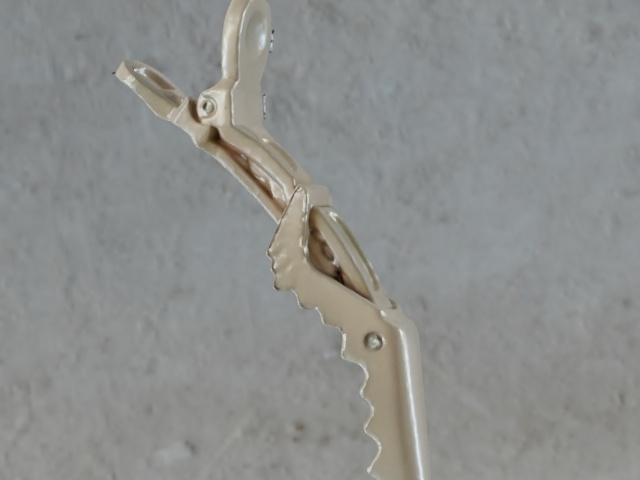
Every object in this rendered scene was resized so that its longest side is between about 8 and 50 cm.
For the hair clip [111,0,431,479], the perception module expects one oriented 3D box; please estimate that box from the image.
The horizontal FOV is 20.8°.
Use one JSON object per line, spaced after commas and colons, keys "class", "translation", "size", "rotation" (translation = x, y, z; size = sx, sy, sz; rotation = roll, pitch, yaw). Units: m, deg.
{"class": "hair clip", "translation": [0.000, 0.000, 0.713], "size": [0.072, 0.226, 0.034], "rotation": [-37, 167, 19]}
